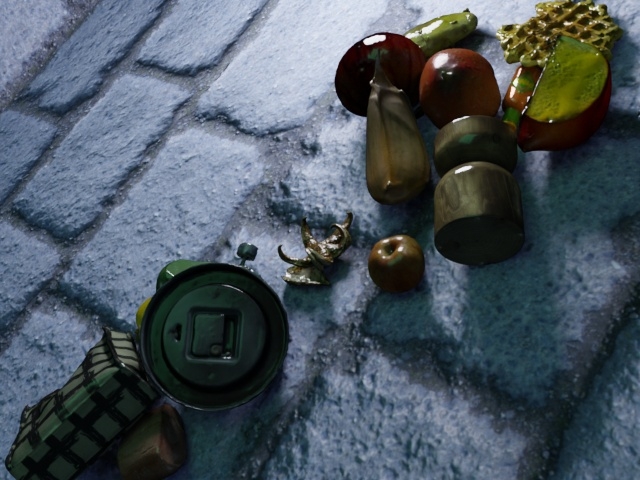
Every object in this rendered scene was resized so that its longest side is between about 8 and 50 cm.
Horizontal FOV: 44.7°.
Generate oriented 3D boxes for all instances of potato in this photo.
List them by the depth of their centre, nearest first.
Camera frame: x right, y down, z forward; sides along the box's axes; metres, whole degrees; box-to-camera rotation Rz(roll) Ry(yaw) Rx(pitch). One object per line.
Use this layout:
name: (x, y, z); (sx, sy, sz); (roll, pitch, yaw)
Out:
potato: (0.297, -0.524, 1.998); (0.226, 0.090, 0.117); (-24, 27, 9)

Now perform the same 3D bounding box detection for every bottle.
bottle: (0.447, -0.310, 1.762); (0.069, 0.069, 0.187); (9, 64, 37)

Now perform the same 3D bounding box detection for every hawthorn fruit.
hawthorn fruit: (0.304, -0.347, 1.750); (0.200, 0.251, 0.199); (-2, 83, 20)

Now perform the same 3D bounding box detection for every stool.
stool: (0.322, -0.102, 1.606); (0.179, 0.179, 0.264); (-12, 52, 25)

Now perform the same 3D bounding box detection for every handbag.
handbag: (-0.535, 0.369, 1.754); (0.325, 0.162, 0.327); (-43, 23, -5)

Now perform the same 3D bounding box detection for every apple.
apple: (0.159, 0.051, 1.648); (0.126, 0.102, 0.126); (-18, 49, 22)

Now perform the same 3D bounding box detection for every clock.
clock: (-0.228, 0.210, 1.692); (0.325, 0.067, 0.324); (0, 72, 1)

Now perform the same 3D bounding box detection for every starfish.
starfish: (0.001, -0.002, 1.799); (0.146, 0.074, 0.190); (14, 45, 44)

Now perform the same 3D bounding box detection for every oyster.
oyster: (-0.036, 0.087, 1.790); (0.086, 0.029, 0.132); (-33, 35, -11)

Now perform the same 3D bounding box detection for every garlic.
garlic: (0.170, -0.243, 1.776); (0.151, 0.196, 0.338); (-4, 78, 7)

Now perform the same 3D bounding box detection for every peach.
peach: (0.518, -0.276, 1.628); (0.154, 0.158, 0.267); (16, 68, 27)

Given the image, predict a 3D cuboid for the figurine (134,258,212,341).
figurine: (-0.346, 0.157, 1.886); (0.127, 0.185, 0.234); (37, 120, 31)

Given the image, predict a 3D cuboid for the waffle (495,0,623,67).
waffle: (0.547, -0.478, 1.793); (0.291, 0.051, 0.291); (-8, 44, 8)

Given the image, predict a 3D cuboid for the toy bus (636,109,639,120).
toy bus: (0.744, -0.230, 1.439); (0.294, 0.197, 0.231); (-26, 37, 16)

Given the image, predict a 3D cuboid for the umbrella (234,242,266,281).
umbrella: (-0.213, 0.170, 1.797); (0.143, 0.094, 0.348); (10, 68, 15)

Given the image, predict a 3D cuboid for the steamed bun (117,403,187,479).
steamed bun: (-0.363, 0.449, 1.683); (0.145, 0.106, 0.175); (-32, 32, 16)

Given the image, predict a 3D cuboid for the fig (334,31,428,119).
fig: (0.152, -0.396, 1.904); (0.235, 0.235, 0.214); (1, 72, 33)
